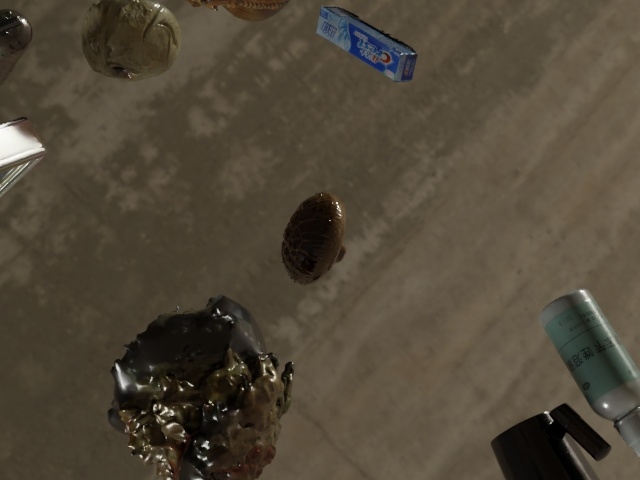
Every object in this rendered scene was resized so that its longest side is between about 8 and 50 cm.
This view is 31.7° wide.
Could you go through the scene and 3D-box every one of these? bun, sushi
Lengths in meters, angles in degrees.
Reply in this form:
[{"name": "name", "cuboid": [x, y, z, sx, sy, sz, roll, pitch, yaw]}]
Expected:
[{"name": "bun", "cuboid": [-0.316, -0.321, 1.858, 0.167, 0.173, 0.113, -15, -115, 37]}, {"name": "sushi", "cuboid": [-0.127, 0.206, 1.362, 0.225, 0.238, 0.219, -37, -128, -12]}]

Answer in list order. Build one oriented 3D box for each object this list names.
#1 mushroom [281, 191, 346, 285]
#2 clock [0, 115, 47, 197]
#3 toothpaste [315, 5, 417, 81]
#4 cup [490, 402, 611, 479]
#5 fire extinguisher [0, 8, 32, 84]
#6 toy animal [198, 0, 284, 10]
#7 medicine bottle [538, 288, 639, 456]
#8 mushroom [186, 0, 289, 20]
[{"name": "mushroom", "cuboid": [-0.008, -0.002, 1.485, 0.109, 0.085, 0.126, 50, 57, -80]}, {"name": "clock", "cuboid": [-0.538, -0.105, 1.770, 0.192, 0.071, 0.147, -34, 180, 34]}, {"name": "toothpaste", "cuboid": [0.091, -0.408, 2.319, 0.272, 0.053, 0.066, 39, -54, 41]}, {"name": "cup", "cuboid": [0.450, 0.410, 2.112, 0.239, 0.177, 0.166, -37, 156, 25]}, {"name": "fire extinguisher", "cuboid": [-0.498, -0.296, 1.731, 0.089, 0.072, 0.268, -32, -174, -25]}, {"name": "toy animal", "cuboid": [-0.132, -0.448, 2.065, 0.099, 0.241, 0.056, 41, -52, 51]}, {"name": "medicine bottle", "cuboid": [0.528, 0.259, 2.049, 0.110, 0.351, 0.110, -23, 156, -11]}, {"name": "mushroom", "cuboid": [-0.128, -0.626, 2.395, 0.345, 0.239, 0.345, -7, -101, 42]}]
